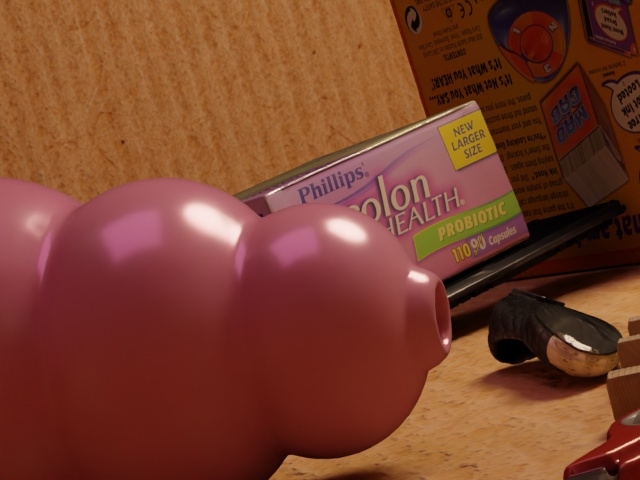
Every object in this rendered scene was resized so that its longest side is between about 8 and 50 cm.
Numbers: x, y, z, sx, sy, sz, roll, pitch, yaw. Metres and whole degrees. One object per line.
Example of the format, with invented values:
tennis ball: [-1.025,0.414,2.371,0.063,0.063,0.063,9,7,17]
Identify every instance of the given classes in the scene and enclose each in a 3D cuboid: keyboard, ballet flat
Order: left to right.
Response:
keyboard: [0.082,0.046,1.466,0.317,0.033,0.201,-24,5,-34]
ballet flat: [0.138,0.062,1.085,0.057,0.049,0.173,16,3,-8]

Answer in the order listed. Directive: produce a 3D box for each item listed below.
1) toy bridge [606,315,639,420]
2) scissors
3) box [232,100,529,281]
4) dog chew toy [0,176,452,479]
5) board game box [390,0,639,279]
toy bridge: [0.185,0.057,0.948,0.063,0.026,0.188,-13,4,15]
scissors: [0.101,0.100,0.735,0.297,0.021,0.109,-19,6,-29]
box: [0.000,0.000,1.466,0.213,0.117,0.243,-25,4,-33]
dog chew toy: [-0.097,0.057,0.965,0.331,0.207,0.206,-8,5,15]
board game box: [0.319,-0.193,1.624,0.356,0.356,0.356,-19,4,-29]
